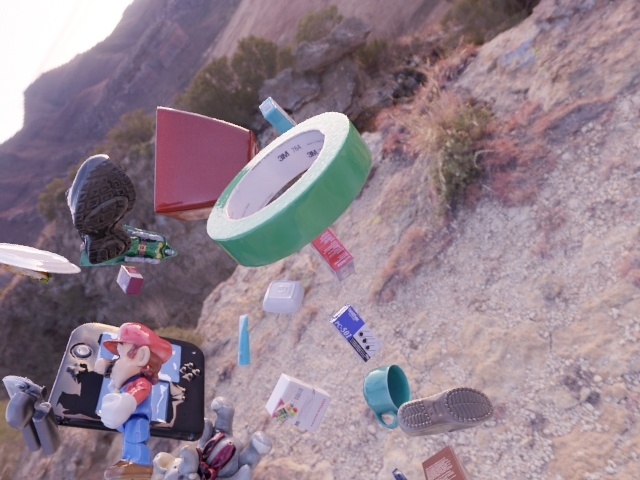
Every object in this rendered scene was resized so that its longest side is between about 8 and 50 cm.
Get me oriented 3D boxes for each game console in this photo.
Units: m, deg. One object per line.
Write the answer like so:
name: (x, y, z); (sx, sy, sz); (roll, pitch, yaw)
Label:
game console: (-0.509, 0.382, 1.310); (0.060, 0.386, 0.342); (-63, 24, 21)

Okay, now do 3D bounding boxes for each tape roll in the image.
tape roll: (-0.061, -0.097, 0.858); (0.321, 0.077, 0.321); (-31, 30, 20)

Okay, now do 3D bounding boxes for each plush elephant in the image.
plush elephant: (-0.351, 0.670, 1.410); (0.271, 0.255, 0.330); (32, 107, 39)

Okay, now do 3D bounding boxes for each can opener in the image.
can opener: (-0.614, 0.380, 1.001); (0.093, 0.074, 0.281); (-75, 0, -48)

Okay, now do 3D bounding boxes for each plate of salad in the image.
plate of salad: (-0.610, 0.048, 0.987); (0.199, 0.199, 0.048); (16, 90, 60)

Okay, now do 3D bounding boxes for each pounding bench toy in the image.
pounding bench toy: (-0.130, 0.638, 1.748); (0.065, 0.052, 0.083); (-37, -6, 31)

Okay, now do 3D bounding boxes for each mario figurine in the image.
mario figurine: (-0.405, 0.318, 0.951); (0.198, 0.170, 0.321); (-27, 54, 24)

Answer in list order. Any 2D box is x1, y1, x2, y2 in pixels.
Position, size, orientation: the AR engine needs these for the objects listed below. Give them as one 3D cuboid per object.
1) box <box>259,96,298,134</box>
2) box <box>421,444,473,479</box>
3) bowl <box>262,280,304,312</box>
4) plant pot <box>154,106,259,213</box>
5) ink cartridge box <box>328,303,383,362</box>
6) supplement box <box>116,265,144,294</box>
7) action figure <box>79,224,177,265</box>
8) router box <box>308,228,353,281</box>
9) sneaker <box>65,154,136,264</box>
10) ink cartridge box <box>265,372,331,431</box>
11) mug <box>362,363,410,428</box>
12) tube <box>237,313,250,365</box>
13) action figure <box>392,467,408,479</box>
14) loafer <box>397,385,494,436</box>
box: (-0.130, -0.448, 1.870); (0.060, 0.244, 0.101); (-40, 44, 13)
box: (0.454, 0.850, 1.560); (0.143, 0.191, 0.381); (-34, -8, 5)
bowl: (-0.136, 0.195, 1.718); (0.141, 0.053, 0.142); (1, 37, 11)
plant pot: (-0.294, -0.193, 1.301); (0.267, 0.235, 0.268); (132, 139, -87)
ink cartridge box: (0.133, 0.347, 1.772); (0.097, 0.207, 0.046); (-41, 12, -15)
supplement box: (-0.556, 0.115, 1.386); (0.083, 0.043, 0.055); (32, 104, 45)
action figure: (-0.490, 0.014, 1.232); (0.063, 0.232, 0.137); (-165, 84, -72)
router box: (0.000, 0.000, 1.726); (0.082, 0.301, 0.335); (-38, -13, -4)
sneaker: (-0.410, -0.067, 0.853); (0.109, 0.130, 0.286); (-24, -17, -36)
ink cartridge box: (-0.086, 0.650, 1.903); (0.159, 0.217, 0.092); (-63, 25, -7)
mug: (0.173, 0.425, 1.314); (0.097, 0.130, 0.158); (-23, 13, 32)
tube: (-0.320, 0.414, 1.972); (0.080, 0.052, 0.207); (-22, 66, 49)
action figure: (0.315, 0.998, 1.655); (0.178, 0.342, 0.330); (-24, -12, -26)
loafer: (0.321, 0.451, 1.242); (0.092, 0.268, 0.102); (102, 162, -52)
